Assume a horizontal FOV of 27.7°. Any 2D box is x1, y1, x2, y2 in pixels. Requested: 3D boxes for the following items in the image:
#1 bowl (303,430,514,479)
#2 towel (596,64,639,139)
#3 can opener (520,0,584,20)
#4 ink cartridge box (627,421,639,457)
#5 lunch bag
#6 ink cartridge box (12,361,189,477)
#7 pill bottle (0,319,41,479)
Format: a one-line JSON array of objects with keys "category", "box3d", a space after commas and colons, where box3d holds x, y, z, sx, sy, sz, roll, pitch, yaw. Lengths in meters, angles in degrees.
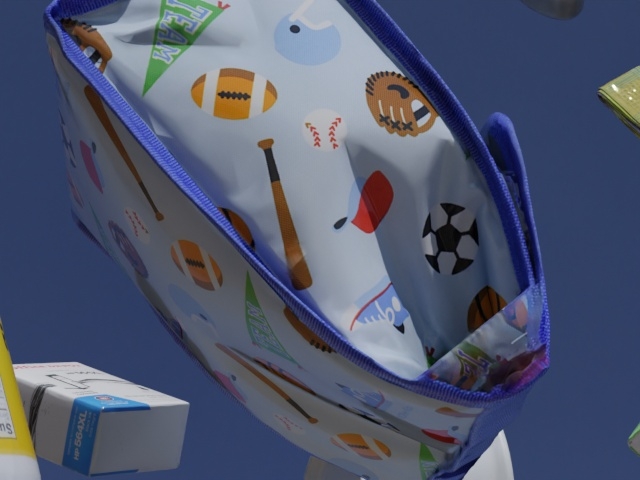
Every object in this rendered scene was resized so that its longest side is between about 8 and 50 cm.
[{"category": "bowl", "box3d": [0.069, 0.279, 1.378, 0.134, 0.298, 0.298, 9, -45, -26]}, {"category": "towel", "box3d": [0.229, -0.097, 0.851, 0.083, 0.060, 0.009, -29, -37, -14]}, {"category": "can opener", "box3d": [0.108, -0.268, 1.108, 0.283, 0.076, 0.095, 38, -23, 36]}, {"category": "ink cartridge box", "box3d": [0.431, 0.156, 1.180, 0.198, 0.273, 0.115, 43, -47, 9]}, {"category": "lunch bag", "box3d": [0.000, 0.000, 0.952, 0.385, 0.239, 0.328, 51, -17, 15]}, {"category": "ink cartridge box", "box3d": [-0.281, 0.208, 1.536, 0.203, 0.148, 0.086, 14, -85, 36]}, {"category": "pill bottle", "box3d": [-0.152, 0.059, 0.431, 0.103, 0.184, 0.103, -17, -16, -5]}]
